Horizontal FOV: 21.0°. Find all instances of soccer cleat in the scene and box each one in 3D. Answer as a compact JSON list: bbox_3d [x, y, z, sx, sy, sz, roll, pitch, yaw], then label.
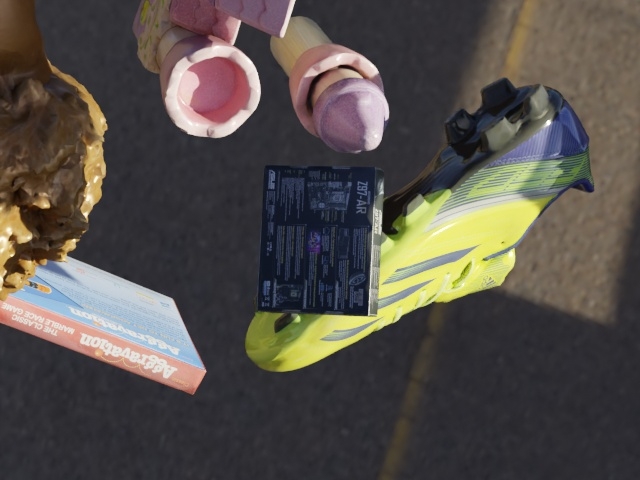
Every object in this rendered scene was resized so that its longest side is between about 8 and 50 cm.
[{"bbox_3d":[0.077,0.009,1.186,0.289,0.121,0.093,-40,28,-14],"label":"soccer cleat"}]

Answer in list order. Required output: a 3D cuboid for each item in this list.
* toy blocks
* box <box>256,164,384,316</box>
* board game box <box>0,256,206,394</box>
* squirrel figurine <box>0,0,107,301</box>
[{"bbox_3d":[-0.063,-0.203,1.116,0.309,0.288,0.260,9,24,-22],"label":"toy blocks"},{"bbox_3d":[0.000,0.000,0.965,0.067,0.083,0.018,1,-4,18],"label":"box"},{"bbox_3d":[-0.230,0.034,1.351,0.281,0.027,0.145,24,12,-23],"label":"board game box"},{"bbox_3d":[-0.336,-0.074,0.970,0.370,0.281,0.397,-31,90,-42],"label":"squirrel figurine"}]
